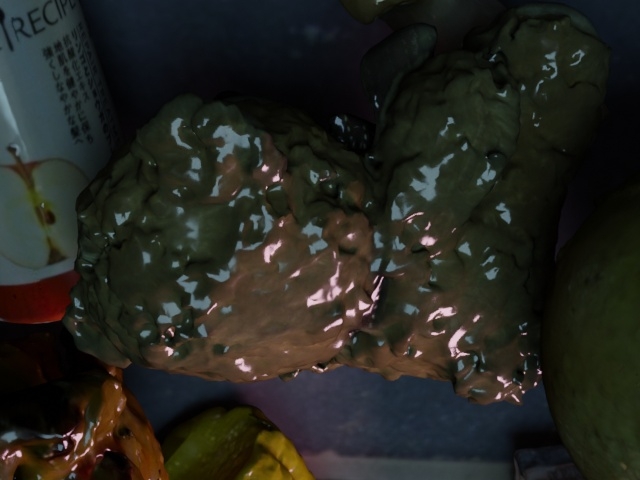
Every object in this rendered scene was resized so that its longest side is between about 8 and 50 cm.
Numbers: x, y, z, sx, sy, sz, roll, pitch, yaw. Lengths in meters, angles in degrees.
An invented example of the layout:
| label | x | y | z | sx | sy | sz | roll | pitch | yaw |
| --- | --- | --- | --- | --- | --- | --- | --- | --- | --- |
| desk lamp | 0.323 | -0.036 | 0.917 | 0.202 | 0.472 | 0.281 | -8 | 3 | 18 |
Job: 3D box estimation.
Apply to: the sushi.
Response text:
| label | x | y | z | sx | sy | sz | roll | pitch | yaw |
| --- | --- | --- | --- | --- | --- | --- | --- | --- | --- |
| sushi | -0.178 | 0.150 | 0.742 | 0.204 | 0.200 | 0.213 | -11 | 126 | 12 |

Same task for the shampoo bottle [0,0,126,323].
| label | x | y | z | sx | sy | sz | roll | pitch | yaw |
| --- | --- | --- | --- | --- | --- | --- | --- | --- | --- |
| shampoo bottle | -0.168 | -0.099 | 0.674 | 0.104 | 0.104 | 0.278 | -14 | 118 | 2 |

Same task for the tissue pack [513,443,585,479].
| label | x | y | z | sx | sy | sz | roll | pitch | yaw |
| --- | --- | --- | --- | --- | --- | --- | --- | --- | --- |
| tissue pack | 0.319 | 0.263 | 0.907 | 0.394 | 0.124 | 0.288 | -3 | 118 | -5 |

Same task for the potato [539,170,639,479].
| label | x | y | z | sx | sy | sz | roll | pitch | yaw |
| --- | --- | --- | --- | --- | --- | --- | --- | --- | --- |
| potato | 0.244 | 0.073 | 0.666 | 0.359 | 0.219 | 0.270 | 9 | 110 | -41 |

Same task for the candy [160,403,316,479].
| label | x | y | z | sx | sy | sz | roll | pitch | yaw |
| --- | --- | --- | --- | --- | --- | --- | --- | --- | --- |
| candy | -0.030 | 0.200 | 0.857 | 0.106 | 0.094 | 0.199 | -31 | 123 | 4 |

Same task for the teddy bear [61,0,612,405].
| label | x | y | z | sx | sy | sz | roll | pitch | yaw |
| --- | --- | --- | --- | --- | --- | --- | --- | --- | --- |
| teddy bear | 0.000 | 0.000 | 0.669 | 0.256 | 0.156 | 0.267 | 7 | 137 | -25 |

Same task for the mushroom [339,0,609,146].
| label | x | y | z | sx | sy | sz | roll | pitch | yaw |
| --- | --- | --- | --- | --- | --- | --- | --- | --- | --- |
| mushroom | 0.089 | -0.100 | 0.734 | 0.059 | 0.054 | 0.202 | -39 | 121 | 22 |
